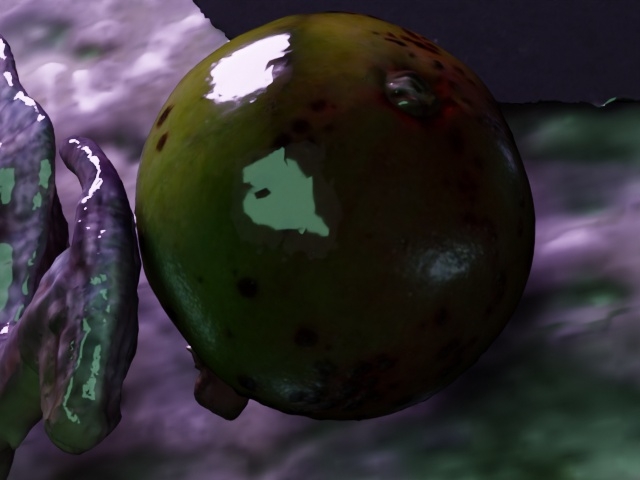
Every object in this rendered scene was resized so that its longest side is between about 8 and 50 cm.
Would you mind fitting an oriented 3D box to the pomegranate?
[{"bbox_3d":[0.005,-0.004,0.538,0.130,0.130,0.130,-12,66,27],"label":"pomegranate"}]

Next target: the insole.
[{"bbox_3d":[0.072,-0.090,0.587,0.309,0.012,0.110,9,76,33],"label":"insole"}]

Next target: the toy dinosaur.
[{"bbox_3d":[-0.127,0.014,0.605,0.294,0.077,0.162,41,106,47],"label":"toy dinosaur"}]
